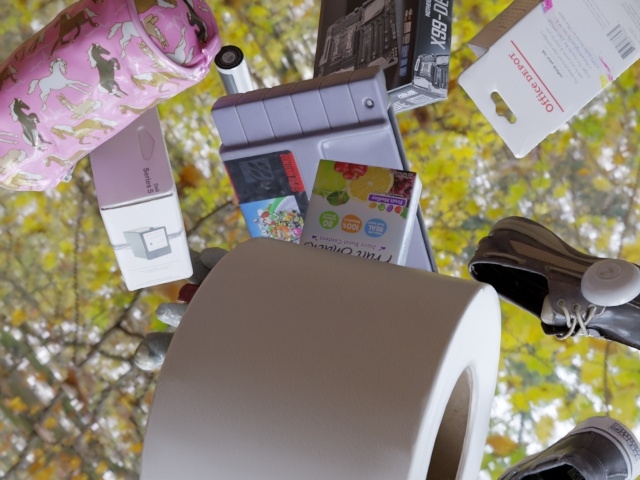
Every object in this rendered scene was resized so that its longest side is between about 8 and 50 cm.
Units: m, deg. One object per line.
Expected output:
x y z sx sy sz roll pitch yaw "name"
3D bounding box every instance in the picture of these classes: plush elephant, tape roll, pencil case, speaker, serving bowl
-0.195 0.152 1.829 0.255 0.330 0.271 24 84 -88 "plush elephant"
0.010 0.131 0.684 0.169 0.246 0.246 12 -135 19 "tape roll"
-0.308 -0.208 1.320 0.386 0.167 0.160 -29 -119 34 "pencil case"
-0.153 -0.294 1.818 0.055 0.136 0.055 -2 -115 5 "speaker"
0.396 0.051 1.367 0.083 0.027 0.083 -15 -145 11 "serving bowl"

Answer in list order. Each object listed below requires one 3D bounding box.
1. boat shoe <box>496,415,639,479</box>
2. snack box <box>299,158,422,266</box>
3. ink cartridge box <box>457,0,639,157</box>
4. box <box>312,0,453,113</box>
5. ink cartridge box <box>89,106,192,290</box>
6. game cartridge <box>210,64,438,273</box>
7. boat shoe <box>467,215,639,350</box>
0.247 0.304 1.136 0.102 0.108 0.301 -27 161 -34 "boat shoe"
0.034 -0.002 0.959 0.100 0.037 0.141 9 -105 18 "snack box"
0.210 -0.173 0.908 0.181 0.104 0.061 -41 -160 1 "ink cartridge box"
0.096 -0.341 1.522 0.242 0.077 0.307 -9 -109 52 "box"
-0.284 -0.074 1.571 0.115 0.273 0.198 -13 -117 -8 "ink cartridge box"
0.013 -0.038 1.304 0.230 0.355 0.068 -11 -151 16 "game cartridge"
0.368 0.091 1.457 0.355 0.132 0.130 27 -128 37 "boat shoe"
